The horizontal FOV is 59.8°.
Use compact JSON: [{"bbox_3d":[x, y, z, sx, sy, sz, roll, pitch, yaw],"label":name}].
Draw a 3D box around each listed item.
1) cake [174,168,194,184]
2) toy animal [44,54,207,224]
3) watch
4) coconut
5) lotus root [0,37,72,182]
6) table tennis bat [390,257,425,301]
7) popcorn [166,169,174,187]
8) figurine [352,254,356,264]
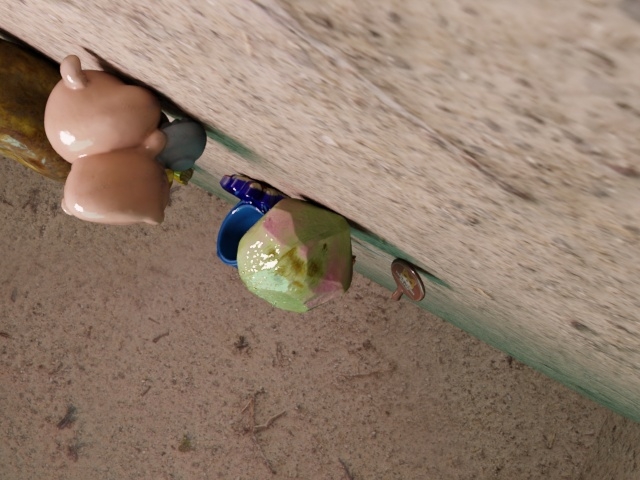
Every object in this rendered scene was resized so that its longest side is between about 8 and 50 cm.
[{"bbox_3d":[-0.501,-0.247,1.896,0.116,0.080,0.185,26,-179,-7],"label":"cake"},{"bbox_3d":[-0.320,-0.130,0.863,0.229,0.221,0.210,28,173,-11],"label":"toy animal"},{"bbox_3d":[-0.149,-0.027,1.257,0.171,0.200,0.196,27,175,-34],"label":"watch"},{"bbox_3d":[-0.035,0.027,1.085,0.235,0.236,0.204,28,-160,19],"label":"coconut"},{"bbox_3d":[-0.623,-0.271,1.126,0.250,0.250,0.346,26,-178,36],"label":"lotus root"},{"bbox_3d":[0.232,0.076,1.282,0.107,0.119,0.170,54,160,17],"label":"table tennis bat"},{"bbox_3d":[-0.552,-0.221,1.603,0.252,0.215,0.286,61,-175,17],"label":"popcorn"},{"bbox_3d":[0.000,-0.001,1.361,0.197,0.094,0.147,21,-161,-3],"label":"figurine"}]
